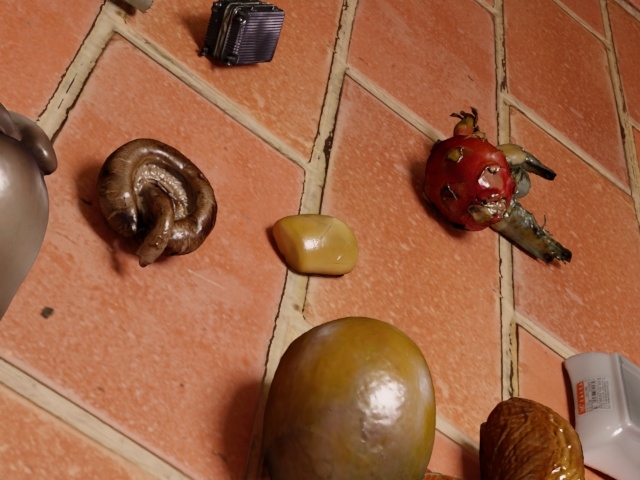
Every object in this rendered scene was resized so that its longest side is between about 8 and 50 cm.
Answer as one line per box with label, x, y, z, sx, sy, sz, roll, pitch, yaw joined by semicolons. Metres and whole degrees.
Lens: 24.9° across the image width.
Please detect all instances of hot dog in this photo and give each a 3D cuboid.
hot dog;0.227;0.272;1.578;0.099;0.160;0.227;6;38;-8

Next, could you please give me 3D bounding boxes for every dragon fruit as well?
dragon fruit;0.210;-0.110;2.067;0.125;0.125;0.246;9;44;-5

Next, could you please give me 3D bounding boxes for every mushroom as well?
mushroom;-0.174;-0.032;1.521;0.135;0.080;0.170;22;34;-13

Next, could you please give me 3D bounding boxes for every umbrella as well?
umbrella;0.272;-0.106;2.221;0.143;0.062;0.067;27;64;-41

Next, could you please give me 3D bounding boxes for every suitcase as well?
suitcase;-0.102;-0.278;1.932;0.059;0.086;0.126;26;21;24

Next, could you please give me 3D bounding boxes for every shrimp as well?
shrimp;0.311;-0.059;2.170;0.217;0.051;0.150;41;56;-18

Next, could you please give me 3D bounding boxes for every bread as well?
bread;0.000;0.000;1.726;0.115;0.056;0.082;11;42;-46

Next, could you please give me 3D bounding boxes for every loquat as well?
loquat;0.027;0.178;1.405;0.179;0.179;0.227;34;38;-18

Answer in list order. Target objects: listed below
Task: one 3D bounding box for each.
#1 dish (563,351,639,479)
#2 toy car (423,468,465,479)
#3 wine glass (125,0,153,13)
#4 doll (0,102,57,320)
dish;0.406;0.234;1.920;0.151;0.077;0.212;35;30;-18
toy car;0.136;0.275;1.558;0.122;0.035;0.059;19;37;-40
wine glass;-0.283;-0.373;1.820;0.202;0.093;0.093;32;30;-16
doll;-0.360;-0.096;1.226;0.226;0.215;0.370;-34;71;-19
